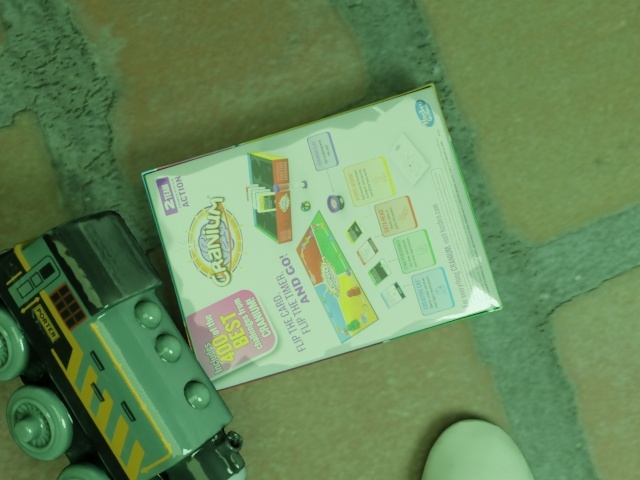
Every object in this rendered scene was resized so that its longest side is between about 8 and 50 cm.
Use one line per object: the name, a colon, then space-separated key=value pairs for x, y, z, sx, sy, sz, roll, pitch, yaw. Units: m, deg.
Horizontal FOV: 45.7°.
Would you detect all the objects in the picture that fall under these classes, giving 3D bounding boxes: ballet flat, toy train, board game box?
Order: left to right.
toy train: x=-0.205 y=0.133 z=0.735 sx=0.190 sy=0.142 sz=0.334 roll=-34 pitch=85 yaw=28
board game box: x=0.000 y=0.000 z=0.795 sx=0.316 sy=0.064 sz=0.242 roll=-16 pitch=86 yaw=1
ballet flat: x=0.159 y=0.383 z=0.733 sx=0.139 sy=0.139 sz=0.400 roll=4 pitch=87 yaw=3
